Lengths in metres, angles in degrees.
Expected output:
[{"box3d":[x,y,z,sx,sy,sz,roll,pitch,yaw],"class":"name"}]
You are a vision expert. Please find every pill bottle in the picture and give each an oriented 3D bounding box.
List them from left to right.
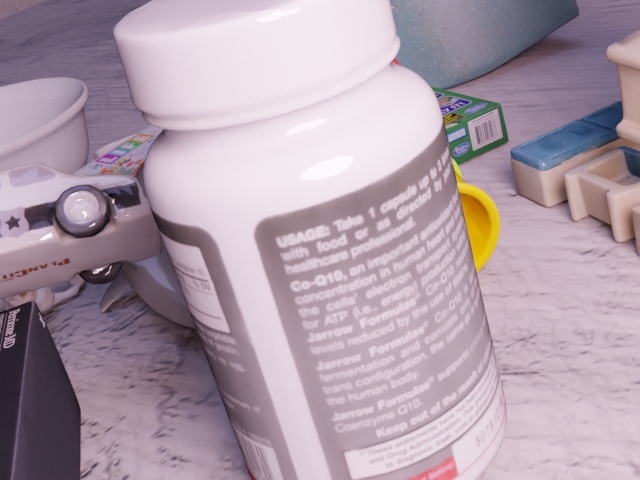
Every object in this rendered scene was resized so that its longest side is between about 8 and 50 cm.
[{"box3d":[0.000,0.000,0.533,0.161,0.283,0.161,-13,25,6],"class":"pill bottle"}]

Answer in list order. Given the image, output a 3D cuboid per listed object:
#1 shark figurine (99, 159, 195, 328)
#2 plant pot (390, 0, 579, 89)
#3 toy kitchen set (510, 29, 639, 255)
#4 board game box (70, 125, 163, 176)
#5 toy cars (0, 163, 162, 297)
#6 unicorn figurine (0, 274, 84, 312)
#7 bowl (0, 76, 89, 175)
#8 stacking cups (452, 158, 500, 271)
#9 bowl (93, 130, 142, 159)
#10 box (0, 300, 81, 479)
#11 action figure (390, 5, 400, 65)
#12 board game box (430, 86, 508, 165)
[{"box3d":[-0.126,0.011,0.772,0.166,0.116,0.278,-48,43,-1],"class":"shark figurine"},{"box3d":[0.109,-0.311,1.189,0.252,0.248,0.247,-41,29,-9],"class":"plant pot"},{"box3d":[0.240,-0.103,0.743,0.122,0.166,0.207,-23,26,-13],"class":"toy kitchen set"},{"box3d":[-0.176,-0.078,0.992,0.103,0.026,0.154,9,37,38],"class":"board game box"},{"box3d":[-0.289,0.035,0.708,0.393,0.087,0.176,-30,-22,25],"class":"toy cars"},{"box3d":[-0.272,0.044,0.890,0.162,0.060,0.111,-19,20,36],"class":"unicorn figurine"},{"box3d":[-0.380,-0.066,1.083,0.297,0.134,0.298,-13,24,6],"class":"bowl"},{"box3d":[0.048,-0.078,0.835,0.096,0.096,0.316,-19,34,-6],"class":"stacking cups"},{"box3d":[-0.174,-0.088,1.100,0.142,0.053,0.142,-25,25,-17],"class":"bowl"},{"box3d":[-0.243,0.156,0.572,0.184,0.103,0.261,-21,24,-4],"class":"box"},{"box3d":[-0.009,-0.199,1.074,0.280,0.091,0.139,9,43,43],"class":"action figure"},{"box3d":[-0.002,-0.079,0.986,0.317,0.046,0.213,-26,27,-20],"class":"board game box"}]
